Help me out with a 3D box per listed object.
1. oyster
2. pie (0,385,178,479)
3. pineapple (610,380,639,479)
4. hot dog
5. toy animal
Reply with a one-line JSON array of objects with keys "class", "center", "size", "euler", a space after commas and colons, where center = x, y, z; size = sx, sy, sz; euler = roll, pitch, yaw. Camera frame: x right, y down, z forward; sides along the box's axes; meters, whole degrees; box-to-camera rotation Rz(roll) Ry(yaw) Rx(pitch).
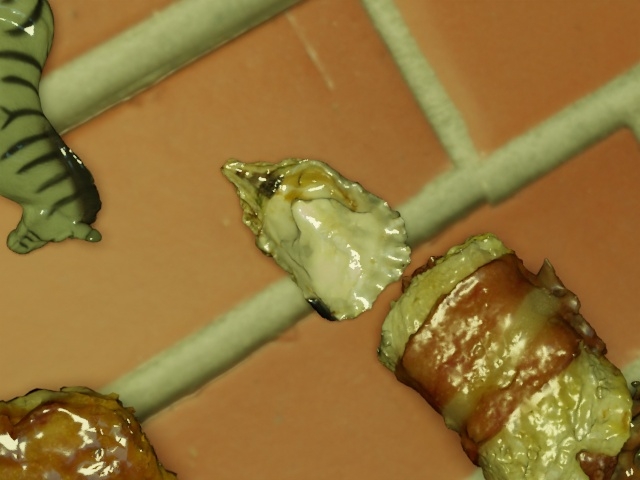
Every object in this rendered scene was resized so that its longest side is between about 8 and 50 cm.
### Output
[{"class": "oyster", "center": [0.000, 0.000, 0.964], "size": [0.146, 0.045, 0.121], "euler": [1, 87, -22]}, {"class": "pie", "center": [-0.199, 0.260, 0.893], "size": [0.308, 0.085, 0.308], "euler": [-1, 94, -11]}, {"class": "pineapple", "center": [0.256, 0.205, 0.976], "size": [0.166, 0.166, 0.193], "euler": [37, 85, -12]}, {"class": "hot dog", "center": [0.138, 0.095, 0.953], "size": [0.146, 0.103, 0.213], "euler": [-37, 69, 4]}, {"class": "toy animal", "center": [-0.223, -0.105, 0.897], "size": [0.176, 0.073, 0.217], "euler": [11, 83, -20]}]
